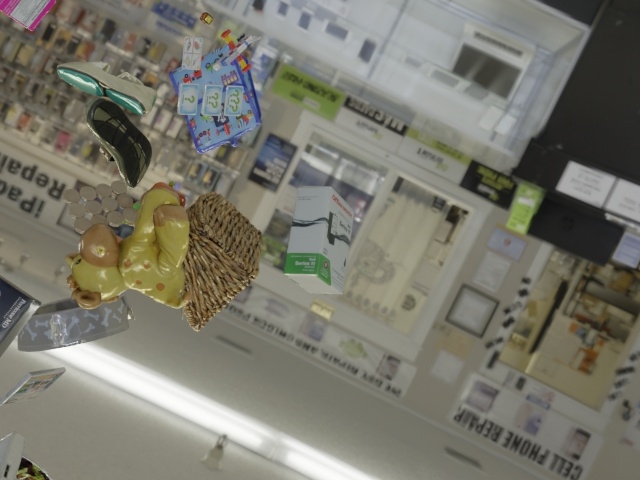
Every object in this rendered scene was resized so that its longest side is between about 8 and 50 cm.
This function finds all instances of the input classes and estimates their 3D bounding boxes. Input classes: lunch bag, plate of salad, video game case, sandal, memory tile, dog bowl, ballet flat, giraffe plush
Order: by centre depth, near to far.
[{"bbox_3d":[-0.298,0.028,1.106,0.170,0.210,0.181,-5,-177,-23],"label":"giraffe plush"},{"bbox_3d":[-0.486,-0.075,1.613,0.148,0.012,0.113,-15,-111,-36],"label":"memory tile"},{"bbox_3d":[-0.497,-0.373,1.718,0.248,0.086,0.086,26,-179,5],"label":"ballet flat"},{"bbox_3d":[-0.522,-0.257,1.865,0.086,0.120,0.303,18,151,25],"label":"sandal"},{"bbox_3d":[-0.790,0.601,1.909,0.199,0.048,0.200,17,138,15],"label":"plate of salad"},{"bbox_3d":[-0.855,0.432,2.164,0.019,0.143,0.157,51,-168,15],"label":"video game case"},{"bbox_3d":[-0.729,0.233,2.165,0.348,0.102,0.349,-9,-175,1],"label":"dog bowl"},{"bbox_3d":[-0.304,-0.411,2.218,0.138,0.220,0.293,31,-142,-69],"label":"lunch bag"}]

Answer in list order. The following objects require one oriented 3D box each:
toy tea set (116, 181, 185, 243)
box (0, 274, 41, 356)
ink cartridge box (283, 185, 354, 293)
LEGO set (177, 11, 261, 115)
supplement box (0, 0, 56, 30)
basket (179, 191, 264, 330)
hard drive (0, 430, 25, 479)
[{"bbox_3d":[-0.532,-0.055,2.153,0.124,0.200,0.336,22,-155,21],"label":"toy tea set"},{"bbox_3d":[-0.652,0.163,1.276,0.184,0.261,0.103,35,166,-8],"label":"box"},{"bbox_3d":[0.000,0.000,1.625,0.086,0.209,0.153,0,160,25],"label":"ink cartridge box"},{"bbox_3d":[-0.246,-0.420,1.762,0.182,0.244,0.060,-5,-157,-38],"label":"LEGO set"},{"bbox_3d":[-0.814,-0.663,1.877,0.220,0.114,0.111,33,-161,-45],"label":"supplement box"},{"bbox_3d":[-0.288,0.036,1.771,0.213,0.223,0.299,43,-165,-16],"label":"basket"},{"bbox_3d":[-0.803,0.581,1.551,0.047,0.353,0.233,54,-173,-27],"label":"hard drive"}]
